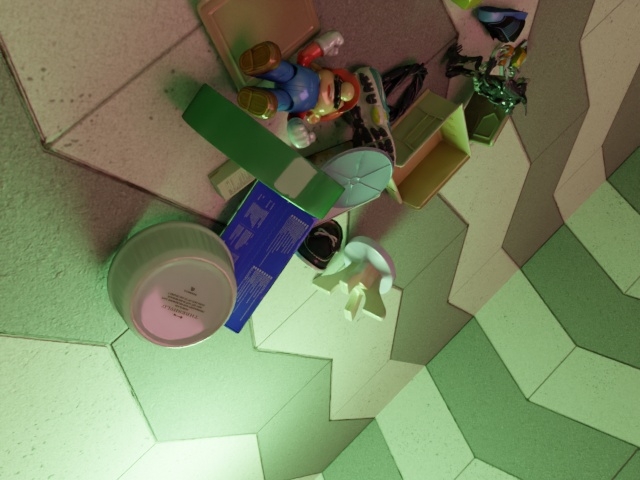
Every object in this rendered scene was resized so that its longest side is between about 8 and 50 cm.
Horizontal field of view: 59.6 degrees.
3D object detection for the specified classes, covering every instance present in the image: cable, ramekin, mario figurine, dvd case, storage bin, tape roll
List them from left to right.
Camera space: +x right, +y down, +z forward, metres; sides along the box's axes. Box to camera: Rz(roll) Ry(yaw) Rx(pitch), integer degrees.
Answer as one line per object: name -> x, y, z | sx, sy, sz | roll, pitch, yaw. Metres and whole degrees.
ramekin -> -0.300, 0.103, 1.178 | 0.273, 0.127, 0.272 | -11, 117, -22
tape roll -> -0.103, -0.164, 1.042 | 0.077, 0.321, 0.321 | -53, 148, 6
mario figurine -> -0.011, -0.304, 1.105 | 0.198, 0.170, 0.320 | -52, 162, 28
cable -> 0.215, -0.387, 1.459 | 0.184, 0.047, 0.150 | -35, 146, -23
storage bin -> 0.297, -0.253, 1.630 | 0.260, 0.123, 0.262 | -47, 149, -5
dvd case -> 0.617, -0.574, 1.788 | 0.119, 0.013, 0.087 | -42, 148, -10

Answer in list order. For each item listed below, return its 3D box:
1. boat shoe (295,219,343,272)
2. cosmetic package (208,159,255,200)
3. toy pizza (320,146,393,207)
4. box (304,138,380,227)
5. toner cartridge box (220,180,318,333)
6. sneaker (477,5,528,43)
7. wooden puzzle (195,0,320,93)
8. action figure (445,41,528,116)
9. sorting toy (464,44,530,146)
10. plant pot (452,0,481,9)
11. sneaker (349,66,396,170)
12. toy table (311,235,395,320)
boat shoe -> 0.000, 0.000, 1.458 | 0.091, 0.114, 0.302 | -48, -173, 13
cosmetic package -> -0.183, -0.147, 1.228 | 0.115, 0.041, 0.060 | -39, 147, -16
toy pizza -> 0.076, -0.153, 1.336 | 0.201, 0.032, 0.201 | -13, 144, -10
box -> 0.038, -0.151, 1.452 | 0.290, 0.087, 0.169 | -25, 140, -33
toner cartridge box -> -0.166, 0.033, 1.321 | 0.348, 0.165, 0.075 | -54, -169, 9
sneaker -> 0.504, -0.597, 1.558 | 0.232, 0.081, 0.090 | -18, 129, -42
wooden puzzle -> -0.109, -0.414, 1.042 | 0.221, 0.044, 0.238 | -43, 152, -11
action figure -> 0.465, -0.441, 1.490 | 0.141, 0.276, 0.164 | -49, 149, 1
sorting toy -> 0.522, -0.425, 1.643 | 0.041, 0.229, 0.307 | 25, 98, -24
plant pot -> 0.366, -0.618, 1.372 | 0.081, 0.081, 0.083 | -30, 155, -28
sneaker -> 0.139, -0.283, 1.357 | 0.110, 0.107, 0.275 | -41, 126, -50
toy table -> 0.117, 0.128, 1.734 | 0.161, 0.252, 0.274 | -54, 144, -26
